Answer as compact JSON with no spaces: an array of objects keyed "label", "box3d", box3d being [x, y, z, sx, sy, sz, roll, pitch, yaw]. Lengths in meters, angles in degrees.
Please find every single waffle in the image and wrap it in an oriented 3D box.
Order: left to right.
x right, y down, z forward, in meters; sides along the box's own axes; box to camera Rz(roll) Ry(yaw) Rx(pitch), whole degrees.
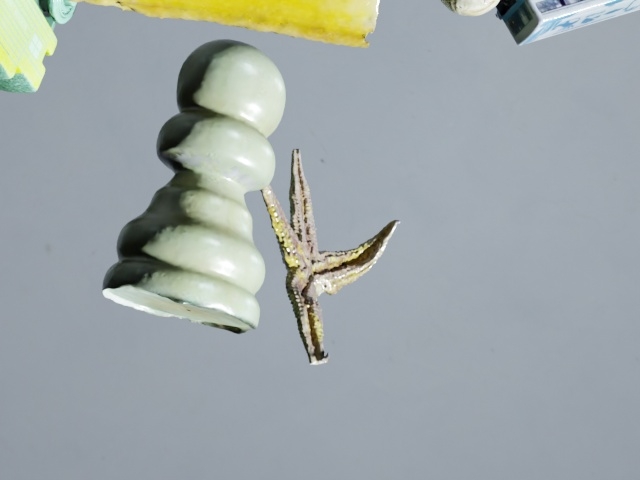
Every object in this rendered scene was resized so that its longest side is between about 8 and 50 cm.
[{"label":"waffle","box3d":[-0.073,-0.237,0.795,0.221,0.248,0.055,8,127,-10]}]

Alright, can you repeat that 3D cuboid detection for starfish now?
[{"label":"starfish","box3d":[-0.008,0.004,1.896,0.132,0.398,0.384,-23,88,34]}]

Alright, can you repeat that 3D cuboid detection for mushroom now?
[{"label":"mushroom","box3d":[0.173,-0.302,1.214,0.083,0.067,0.083,-7,67,17]}]

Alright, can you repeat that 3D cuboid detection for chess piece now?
[{"label":"chess piece","box3d":[-0.125,-0.073,1.218,0.182,0.182,0.330,15,76,-11]}]

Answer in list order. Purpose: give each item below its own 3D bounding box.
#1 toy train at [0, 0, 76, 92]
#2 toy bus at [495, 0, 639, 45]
[{"label":"toy train","box3d":[-0.570,-0.432,1.814,0.179,0.442,0.272,15,72,10]},{"label":"toy bus","box3d":[0.402,-0.394,1.568,0.297,0.106,0.131,-20,82,-17]}]
